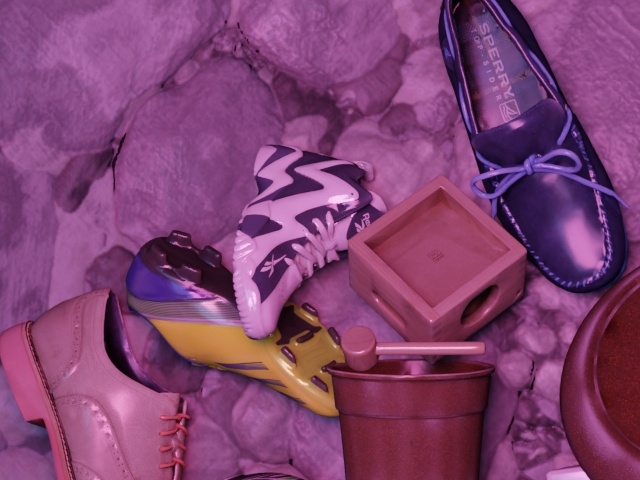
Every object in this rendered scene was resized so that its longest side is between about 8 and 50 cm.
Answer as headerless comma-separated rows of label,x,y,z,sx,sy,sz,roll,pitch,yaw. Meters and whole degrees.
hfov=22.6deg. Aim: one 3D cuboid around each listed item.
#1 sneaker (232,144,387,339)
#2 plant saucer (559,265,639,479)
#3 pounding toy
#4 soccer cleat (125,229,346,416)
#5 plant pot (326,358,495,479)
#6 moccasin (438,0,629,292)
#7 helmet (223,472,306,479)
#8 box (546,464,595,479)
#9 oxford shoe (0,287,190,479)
sneaker,0.000,0.000,1.635,0.153,0.094,0.235,1,45,11
plant saucer,0.367,0.118,1.477,0.310,0.050,0.310,-13,52,16
pounding toy,0.102,0.069,1.569,0.206,0.094,0.181,-35,60,-19
soccer cleat,-0.084,0.104,1.698,0.289,0.093,0.121,34,126,15
plant pot,0.091,0.205,1.580,0.167,0.167,0.165,-1,90,19
moccasin,0.190,-0.102,1.597,0.138,0.117,0.342,-31,75,13
helmet,-0.051,0.310,1.608,0.169,0.161,0.169,-2,83,19
box,0.279,0.254,1.534,0.101,0.102,0.087,-11,82,18
oxford shoe,-0.196,0.231,1.684,0.146,0.140,0.397,-32,77,6
